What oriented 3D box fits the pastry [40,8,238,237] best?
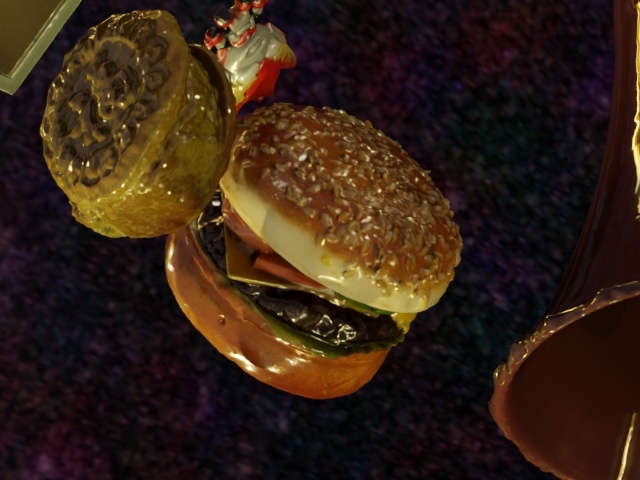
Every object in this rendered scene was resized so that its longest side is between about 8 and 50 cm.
[{"bbox_3d":[-0.085,-0.053,0.774,0.097,0.057,0.109,37,103,45],"label":"pastry"}]

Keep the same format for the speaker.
[{"bbox_3d":[0.203,-0.043,0.705,0.198,0.259,0.329,-23,41,37],"label":"speaker"}]

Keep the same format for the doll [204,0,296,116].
[{"bbox_3d":[-0.072,-0.180,1.578,0.057,0.169,0.109,35,73,27],"label":"doll"}]

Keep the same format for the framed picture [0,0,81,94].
[{"bbox_3d":[-0.290,-0.289,1.543,0.293,0.231,0.018,-51,50,13],"label":"framed picture"}]

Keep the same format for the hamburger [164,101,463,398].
[{"bbox_3d":[0.000,0.000,1.639,0.225,0.291,0.291,-54,48,26],"label":"hamburger"}]
